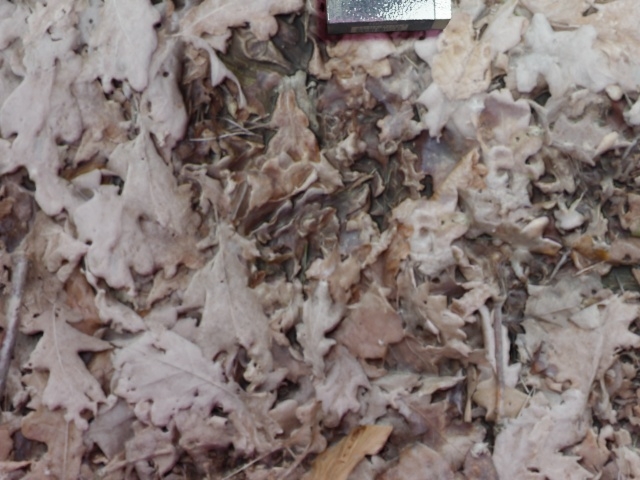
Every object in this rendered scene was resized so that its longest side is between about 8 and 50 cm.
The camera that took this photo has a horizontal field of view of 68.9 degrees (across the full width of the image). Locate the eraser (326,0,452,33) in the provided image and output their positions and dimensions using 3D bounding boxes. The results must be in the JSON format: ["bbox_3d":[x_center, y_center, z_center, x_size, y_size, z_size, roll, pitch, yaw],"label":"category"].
[{"bbox_3d":[0.114,-0.411,0.806,0.212,0.046,0.092,-1,89,-1],"label":"eraser"}]
